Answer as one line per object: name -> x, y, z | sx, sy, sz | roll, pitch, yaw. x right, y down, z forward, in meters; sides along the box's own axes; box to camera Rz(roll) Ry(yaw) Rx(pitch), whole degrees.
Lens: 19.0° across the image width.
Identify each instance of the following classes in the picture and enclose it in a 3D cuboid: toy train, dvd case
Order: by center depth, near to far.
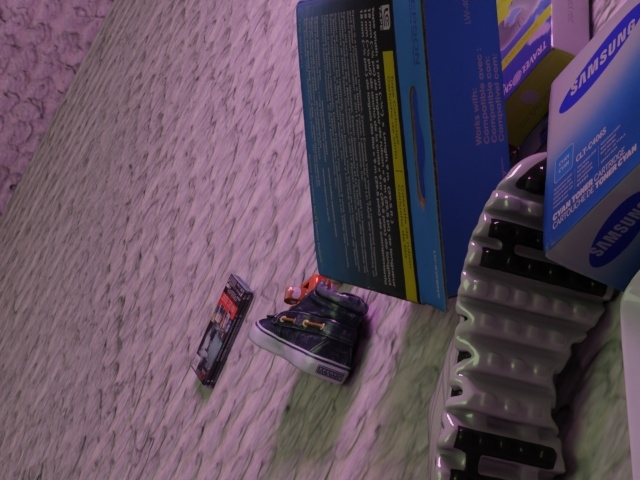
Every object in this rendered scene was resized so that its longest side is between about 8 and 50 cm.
toy train -> 0.000, 0.000, 1.885 | 0.125, 0.046, 0.166 | -44, 30, 53
dvd case -> -0.112, 0.101, 2.155 | 0.119, 0.013, 0.087 | -65, 17, 4

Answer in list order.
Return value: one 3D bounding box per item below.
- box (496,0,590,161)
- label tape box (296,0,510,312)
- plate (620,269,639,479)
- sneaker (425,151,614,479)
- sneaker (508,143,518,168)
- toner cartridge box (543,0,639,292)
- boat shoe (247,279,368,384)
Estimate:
box -> 0.176, -0.160, 1.555 | 0.109, 0.042, 0.178 | -52, 22, 42
label tape box -> 0.080, -0.081, 1.489 | 0.334, 0.106, 0.240 | -165, 69, -73
plate -> 0.259, 0.052, 1.034 | 0.278, 0.045, 0.277 | -87, 23, -45
sneaker -> 0.127, 0.077, 1.326 | 0.118, 0.110, 0.292 | 136, 153, -71
sneaker -> 0.144, -0.072, 1.577 | 0.083, 0.032, 0.037 | -80, 7, -48
toner cartridge box -> 0.263, -0.128, 1.196 | 0.348, 0.075, 0.165 | -50, 23, 46
boat shoe -> -0.007, 0.078, 1.793 | 0.083, 0.065, 0.183 | -67, 24, -1
